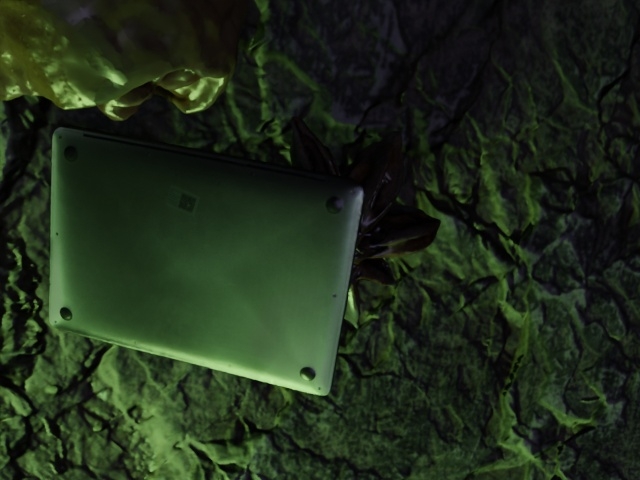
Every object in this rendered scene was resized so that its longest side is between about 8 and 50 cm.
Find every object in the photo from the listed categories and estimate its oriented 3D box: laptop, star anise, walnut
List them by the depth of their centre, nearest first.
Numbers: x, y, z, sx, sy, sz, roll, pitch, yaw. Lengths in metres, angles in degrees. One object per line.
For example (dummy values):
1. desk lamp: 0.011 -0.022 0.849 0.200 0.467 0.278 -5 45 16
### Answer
1. walnut: -0.152 -0.172 0.441 0.238 0.141 0.204 -2 131 -27
2. laptop: -0.107 0.017 0.557 0.269 0.015 0.187 12 107 11
3. star anise: 0.000 0.000 0.614 0.229 0.093 0.236 18 106 -26
